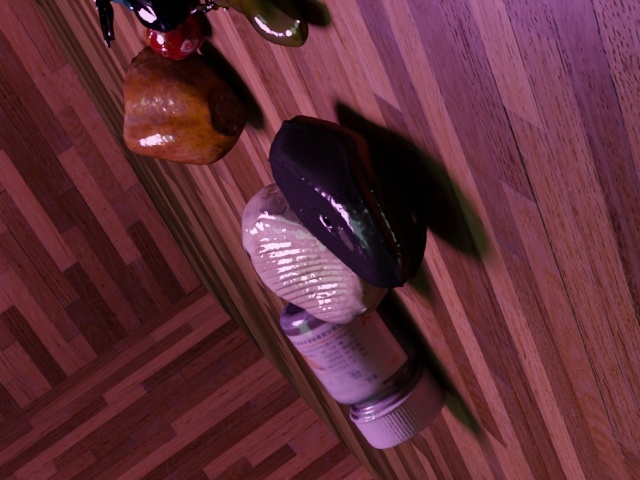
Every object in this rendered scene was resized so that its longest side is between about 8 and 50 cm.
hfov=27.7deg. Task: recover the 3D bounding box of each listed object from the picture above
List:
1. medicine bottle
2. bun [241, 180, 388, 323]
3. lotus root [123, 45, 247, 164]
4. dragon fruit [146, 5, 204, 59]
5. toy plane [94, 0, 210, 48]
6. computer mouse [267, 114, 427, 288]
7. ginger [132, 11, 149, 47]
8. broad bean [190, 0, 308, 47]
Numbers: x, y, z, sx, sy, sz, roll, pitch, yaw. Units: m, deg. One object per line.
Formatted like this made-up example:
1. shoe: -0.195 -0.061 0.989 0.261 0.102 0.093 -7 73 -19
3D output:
1. medicine bottle: 0.070 0.188 2.101 0.273 0.165 0.165 56 170 -13
2. bun: 0.000 0.000 1.863 0.239 0.141 0.239 22 141 19
3. lotus root: -0.202 -0.223 2.116 0.180 0.188 0.199 2 92 45
4. dragon fruit: -0.223 -0.338 2.000 0.094 0.094 0.190 53 161 8
5. toy plane: -0.263 -0.393 1.844 0.106 0.155 0.382 65 -178 -46
6. computer mouse: 0.042 -0.054 1.614 0.323 0.116 0.183 41 156 57
7. ginger: -0.267 -0.337 2.226 0.190 0.069 0.095 61 163 -23
8. broad bean: -0.083 -0.292 1.603 0.325 0.067 0.075 -140 49 -61
